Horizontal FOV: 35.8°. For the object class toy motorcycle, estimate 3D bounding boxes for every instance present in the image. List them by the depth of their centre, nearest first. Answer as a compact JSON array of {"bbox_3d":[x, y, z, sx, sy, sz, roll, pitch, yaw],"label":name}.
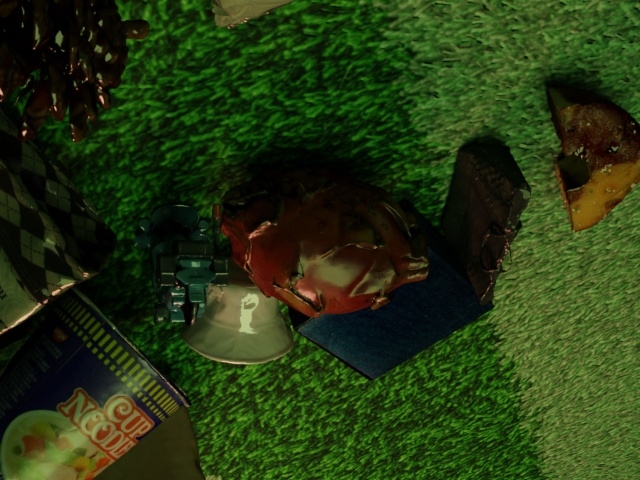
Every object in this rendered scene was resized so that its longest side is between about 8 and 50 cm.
[{"bbox_3d":[-0.210,0.035,1.496,0.123,0.182,0.272,1,180,-19],"label":"toy motorcycle"}]

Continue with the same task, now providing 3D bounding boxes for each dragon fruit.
[{"bbox_3d":[0.004,0.000,1.524,0.314,0.250,0.250,-8,138,-20],"label":"dragon fruit"}]

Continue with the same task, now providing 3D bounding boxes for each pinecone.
[{"bbox_3d":[-0.354,-0.233,1.134,0.309,0.244,0.244,3,136,-3],"label":"pinecone"}]

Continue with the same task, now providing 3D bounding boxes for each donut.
[{"bbox_3d":[0.448,-0.162,1.613,0.151,0.112,0.295,-23,140,0],"label":"donut"}]

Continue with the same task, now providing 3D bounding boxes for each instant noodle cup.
[{"bbox_3d":[-0.404,0.266,1.526,0.312,0.284,0.284,-45,141,-14],"label":"instant noodle cup"}]

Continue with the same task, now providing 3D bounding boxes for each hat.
[{"bbox_3d":[-0.132,0.104,1.645,0.203,0.203,0.126,0,117,-21],"label":"hat"}]

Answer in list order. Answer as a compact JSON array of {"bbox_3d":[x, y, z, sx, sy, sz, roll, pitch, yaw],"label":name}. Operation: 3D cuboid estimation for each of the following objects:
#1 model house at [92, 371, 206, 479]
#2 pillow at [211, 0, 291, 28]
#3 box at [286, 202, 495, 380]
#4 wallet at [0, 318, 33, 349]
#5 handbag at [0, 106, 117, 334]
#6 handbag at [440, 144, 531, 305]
[{"bbox_3d":[-0.432,0.443,1.797,0.382,0.335,0.343,-4,147,-24],"label":"model house"},{"bbox_3d":[-0.034,-0.393,1.160,0.309,0.138,0.283,-22,147,5],"label":"pillow"},{"bbox_3d":[0.120,0.099,1.759,0.279,0.116,0.261,-35,138,16],"label":"box"},{"bbox_3d":[-0.546,0.120,1.594,0.095,0.026,0.176,-28,139,6],"label":"wallet"},{"bbox_3d":[-0.534,0.000,1.330,0.416,0.180,0.317,-29,111,12],"label":"handbag"},{"bbox_3d":[0.277,-0.036,1.629,0.088,0.175,0.270,-5,135,-13],"label":"handbag"}]
